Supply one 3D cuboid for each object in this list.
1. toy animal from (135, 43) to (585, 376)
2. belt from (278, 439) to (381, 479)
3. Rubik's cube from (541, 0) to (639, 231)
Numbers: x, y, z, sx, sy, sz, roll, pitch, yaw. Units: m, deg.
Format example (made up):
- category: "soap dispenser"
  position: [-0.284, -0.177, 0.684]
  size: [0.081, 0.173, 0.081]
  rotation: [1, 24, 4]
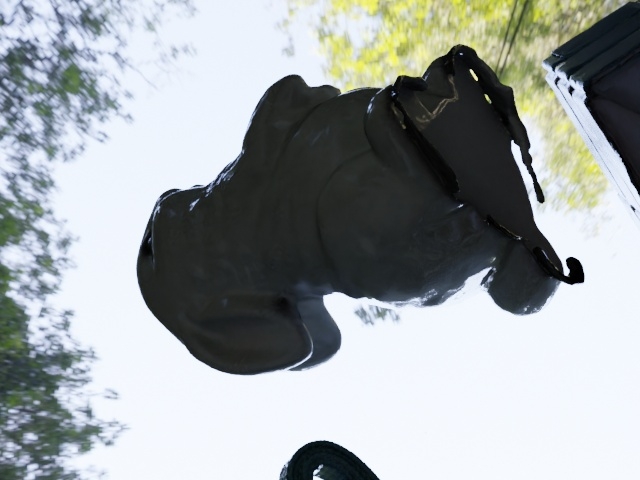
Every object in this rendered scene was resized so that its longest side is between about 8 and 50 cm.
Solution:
- category: "toy animal"
  position: [0.000, 0.000, 0.996]
  size: [0.357, 0.194, 0.258]
  rotation: [-30, -96, 32]
- category: "belt"
  position: [0.033, 0.222, 0.836]
  size: [0.179, 0.065, 0.100]
  rotation: [38, -114, 9]
- category: "Rubik's cube"
  position: [0.330, -0.097, 0.936]
  size: [0.231, 0.224, 0.221]
  rotation: [-32, -81, 8]
